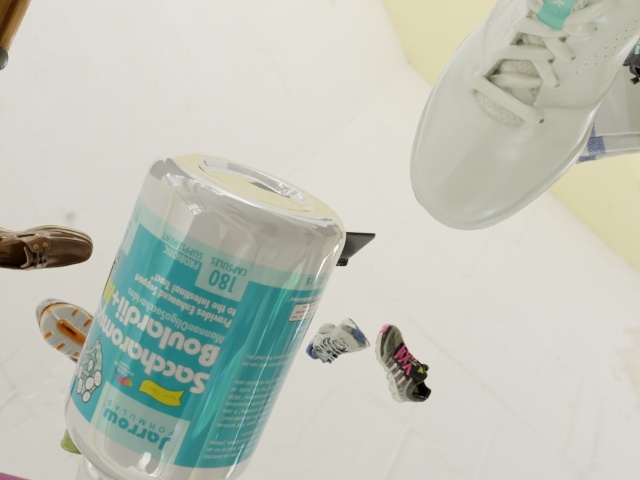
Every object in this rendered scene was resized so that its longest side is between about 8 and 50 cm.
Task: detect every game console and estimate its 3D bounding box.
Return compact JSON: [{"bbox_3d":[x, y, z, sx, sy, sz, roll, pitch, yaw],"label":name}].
[{"bbox_3d":[0.000,0.000,1.243,0.107,0.071,0.122,29,-164,36],"label":"game console"}]

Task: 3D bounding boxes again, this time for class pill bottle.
[{"bbox_3d":[-0.093,0.079,0.610,0.146,0.264,0.146,21,-167,-5],"label":"pill bottle"}]

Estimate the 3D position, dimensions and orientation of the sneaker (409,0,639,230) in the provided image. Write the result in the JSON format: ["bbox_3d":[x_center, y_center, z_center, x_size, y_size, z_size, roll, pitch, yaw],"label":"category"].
[{"bbox_3d":[0.105,-0.097,0.365,0.080,0.212,0.094,40,-168,15],"label":"sneaker"}]

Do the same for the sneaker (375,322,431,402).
[{"bbox_3d":[0.148,0.214,1.448,0.063,0.075,0.170,-43,-54,-40],"label":"sneaker"}]

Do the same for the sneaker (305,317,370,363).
[{"bbox_3d":[0.021,0.147,1.174,0.058,0.135,0.052,-41,-84,-25],"label":"sneaker"}]

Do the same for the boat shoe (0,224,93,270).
[{"bbox_3d":[-0.402,0.017,1.169,0.178,0.064,0.060,2,-154,-29],"label":"boat shoe"}]

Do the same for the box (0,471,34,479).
[{"bbox_3d":[-0.287,0.301,0.693,0.214,0.243,0.117,26,-144,-28],"label":"box"}]

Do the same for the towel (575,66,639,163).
[{"bbox_3d":[0.365,-0.186,0.775,0.034,0.285,0.209,8,-103,-74],"label":"towel"}]

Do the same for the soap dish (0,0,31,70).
[{"bbox_3d":[-0.368,-0.295,0.772,0.228,0.118,0.291,-68,-17,-6],"label":"soap dish"}]

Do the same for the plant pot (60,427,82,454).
[{"bbox_3d":[-0.347,0.268,1.269,0.083,0.083,0.079,-12,-70,-53],"label":"plant pot"}]

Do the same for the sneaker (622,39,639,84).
[{"bbox_3d":[0.246,-0.149,0.612,0.038,0.069,0.098,58,172,34],"label":"sneaker"}]

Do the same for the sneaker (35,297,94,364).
[{"bbox_3d":[-0.327,0.152,1.219,0.084,0.083,0.215,-46,-53,-15],"label":"sneaker"}]
